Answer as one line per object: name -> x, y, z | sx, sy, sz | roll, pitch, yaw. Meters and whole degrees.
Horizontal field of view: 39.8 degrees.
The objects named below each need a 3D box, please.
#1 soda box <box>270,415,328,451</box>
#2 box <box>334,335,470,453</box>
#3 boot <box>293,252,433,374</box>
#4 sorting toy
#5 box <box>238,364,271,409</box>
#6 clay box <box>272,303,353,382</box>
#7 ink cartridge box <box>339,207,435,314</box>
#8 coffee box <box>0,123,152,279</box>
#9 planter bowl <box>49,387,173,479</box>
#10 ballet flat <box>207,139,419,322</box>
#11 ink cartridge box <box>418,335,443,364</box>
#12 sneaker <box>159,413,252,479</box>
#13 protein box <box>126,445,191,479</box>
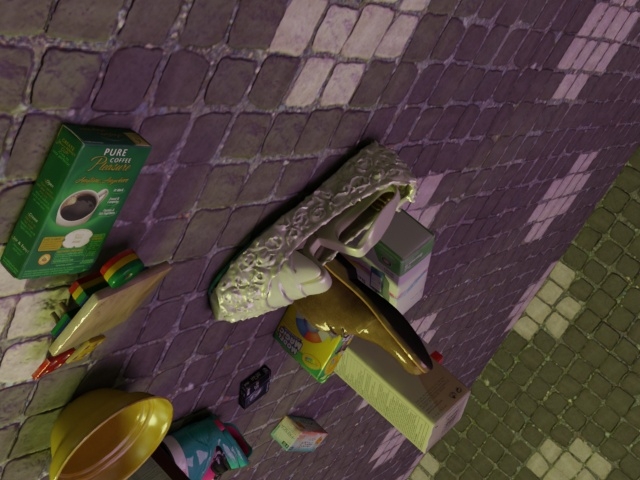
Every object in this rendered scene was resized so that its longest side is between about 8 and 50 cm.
soda box -> -0.048, 0.462, 2.107 | 0.063, 0.058, 0.183 | -50, 156, 2
box -> 0.154, 0.286, 1.883 | 0.121, 0.311, 0.148 | -37, 154, -27
boot -> 0.062, 0.134, 1.508 | 0.115, 0.305, 0.112 | -48, 161, 7
sorting toy -> -0.279, 0.078, 1.120 | 0.274, 0.046, 0.132 | -45, 170, 35
box -> -0.131, 0.292, 1.761 | 0.067, 0.018, 0.083 | -34, 152, -32
clay box -> -0.002, 0.155, 1.647 | 0.053, 0.127, 0.222 | -11, 135, -54
ink cartridge box -> 0.116, 0.029, 1.630 | 0.093, 0.154, 0.212 | -39, 155, -22
coffee box -> -0.272, -0.042, 0.989 | 0.113, 0.040, 0.184 | -7, 133, -58
planter bowl -> -0.331, 0.286, 1.312 | 0.217, 0.090, 0.217 | -40, 155, -23
ballet flat -> 0.000, 0.000, 1.414 | 0.409, 0.147, 0.147 | -44, 156, -12
ink cartridge box -> 0.196, 0.283, 2.052 | 0.078, 0.231, 0.134 | -32, 151, -34
sneaker -> -0.221, 0.435, 1.702 | 0.179, 0.124, 0.295 | -24, 146, -28
protein box -> -0.299, 0.455, 1.479 | 0.136, 0.201, 0.199 | -33, 151, -34
